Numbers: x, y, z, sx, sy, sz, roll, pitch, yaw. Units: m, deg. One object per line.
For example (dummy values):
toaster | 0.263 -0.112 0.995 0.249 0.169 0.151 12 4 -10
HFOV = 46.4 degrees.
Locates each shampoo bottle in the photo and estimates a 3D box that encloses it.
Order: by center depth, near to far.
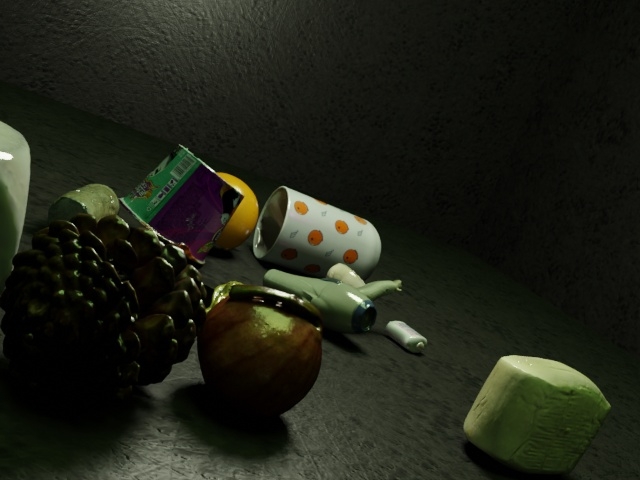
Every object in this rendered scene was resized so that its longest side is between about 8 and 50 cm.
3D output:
shampoo bottle | 0.210 0.234 1.796 0.072 0.043 0.099 14 14 -40

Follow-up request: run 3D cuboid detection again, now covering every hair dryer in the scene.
hair dryer | 0.016 0.117 1.740 0.296 0.118 0.298 12 16 18

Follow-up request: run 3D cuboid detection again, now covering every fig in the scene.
fig | -0.083 0.156 1.089 0.205 0.205 0.205 22 10 -4

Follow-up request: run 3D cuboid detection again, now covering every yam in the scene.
yam | -0.496 -0.057 1.561 0.107 0.107 0.194 23 10 -3

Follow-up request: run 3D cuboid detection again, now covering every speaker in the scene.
speaker | -0.232 0.102 1.500 0.191 0.040 0.046 25 9 15

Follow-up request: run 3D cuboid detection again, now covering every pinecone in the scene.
pinecone | -0.262 0.082 0.969 0.246 0.246 0.292 26 8 17

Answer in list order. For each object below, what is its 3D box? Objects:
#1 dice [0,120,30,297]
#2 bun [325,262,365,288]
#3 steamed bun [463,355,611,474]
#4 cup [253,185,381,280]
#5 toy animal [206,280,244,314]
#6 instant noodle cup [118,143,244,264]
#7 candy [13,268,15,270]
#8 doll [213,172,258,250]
dice | -0.532 -0.047 0.986 0.243 0.259 0.251 14 14 -32
bun | 0.058 0.132 1.880 0.138 0.094 0.138 45 -15 16
steamed bun | 0.380 0.304 1.340 0.250 0.200 0.155 20 9 -33
cup | 0.000 0.000 2.086 0.318 0.212 0.212 20 10 -22
toy animal | -0.140 0.123 1.416 0.182 0.073 0.136 17 32 -8
instant noodle cup | -0.309 -0.092 1.730 0.251 0.190 0.251 39 -1 0
candy | -0.470 0.055 1.162 0.226 0.051 0.094 28 -8 34
doll | -0.246 -0.065 1.955 0.213 0.213 0.236 30 -2 36
